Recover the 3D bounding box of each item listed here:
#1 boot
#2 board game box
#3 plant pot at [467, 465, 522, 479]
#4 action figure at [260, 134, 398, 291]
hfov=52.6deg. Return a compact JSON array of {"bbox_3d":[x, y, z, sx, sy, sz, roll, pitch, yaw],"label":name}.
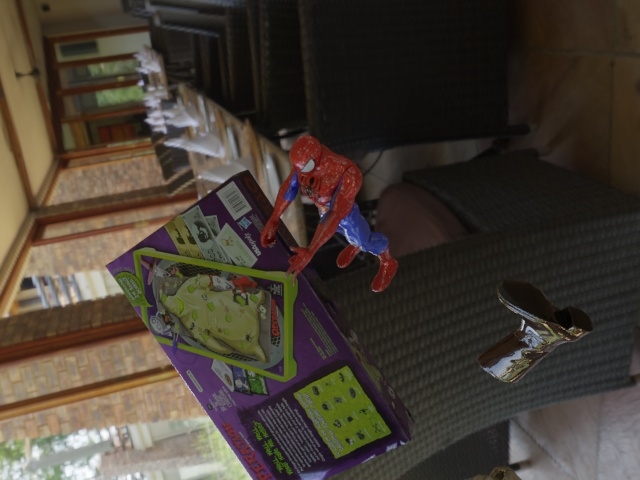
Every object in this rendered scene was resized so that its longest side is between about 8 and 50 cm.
[{"bbox_3d":[0.175,0.090,0.603,0.114,0.106,0.037,-49,22,44],"label":"boot"},{"bbox_3d":[-0.070,0.119,0.742,0.347,0.208,0.056,57,-163,-5],"label":"board game box"},{"bbox_3d":[0.343,0.586,1.127,0.305,0.333,0.334,51,162,8],"label":"plant pot"},{"bbox_3d":[0.000,0.000,0.678,0.091,0.139,0.280,32,165,28],"label":"action figure"}]
